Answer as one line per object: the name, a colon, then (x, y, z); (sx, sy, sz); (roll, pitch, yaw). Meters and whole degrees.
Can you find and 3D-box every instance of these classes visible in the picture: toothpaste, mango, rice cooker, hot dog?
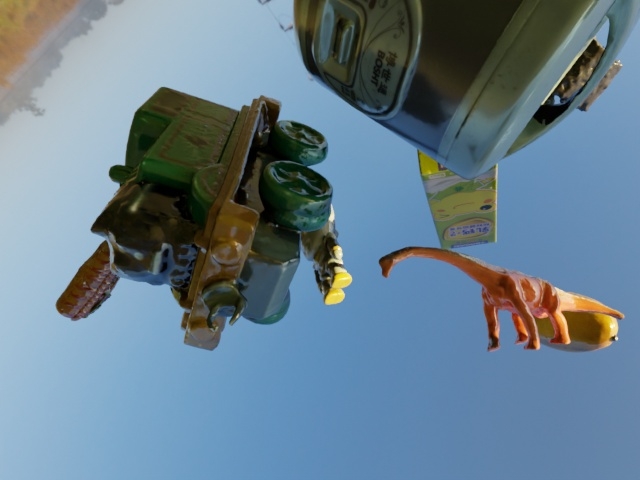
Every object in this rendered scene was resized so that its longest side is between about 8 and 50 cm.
toothpaste: (0.247, -0.079, 0.760); (0.110, 0.327, 0.077); (-10, -115, 17)
mango: (0.393, 0.130, 0.718); (0.190, 0.075, 0.098); (16, -98, 64)
rice cooker: (0.142, -0.220, 0.426); (0.277, 0.288, 0.288); (38, -96, 11)
hot dog: (-0.322, 0.056, 0.630); (0.038, 0.062, 0.144); (38, -91, 31)

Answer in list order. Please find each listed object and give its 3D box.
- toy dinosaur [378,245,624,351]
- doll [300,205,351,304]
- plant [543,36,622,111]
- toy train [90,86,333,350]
toy dinosaur: (0.193, 0.065, 0.454); (0.055, 0.279, 0.101); (136, -42, -60)
doll: (-0.002, 0.003, 0.980); (0.103, 0.145, 0.316); (-15, -135, -5)
plant: (0.482, -0.308, 0.931); (0.274, 0.146, 0.149); (-43, -149, 28)
toy train: (-0.128, -0.061, 0.531); (0.429, 0.249, 0.178); (-91, -158, -55)
